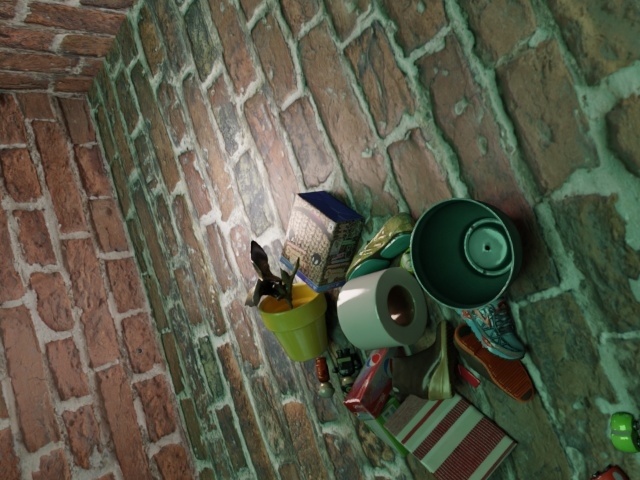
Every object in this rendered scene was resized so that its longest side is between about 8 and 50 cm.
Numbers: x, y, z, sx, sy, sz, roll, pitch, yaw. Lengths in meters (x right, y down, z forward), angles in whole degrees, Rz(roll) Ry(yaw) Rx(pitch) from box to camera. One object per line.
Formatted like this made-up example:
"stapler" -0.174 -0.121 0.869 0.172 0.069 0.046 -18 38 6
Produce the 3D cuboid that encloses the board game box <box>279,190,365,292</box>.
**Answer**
"board game box" 0.000 0.000 1.963 0.232 0.141 0.290 37 124 37

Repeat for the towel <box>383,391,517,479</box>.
"towel" 0.384 0.587 1.634 0.329 0.237 0.037 37 164 37

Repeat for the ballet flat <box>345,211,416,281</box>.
"ballet flat" 0.196 0.026 1.788 0.348 0.123 0.123 -47 64 43

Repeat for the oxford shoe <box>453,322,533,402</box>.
"oxford shoe" 0.493 0.357 1.553 0.271 0.097 0.098 49 158 26

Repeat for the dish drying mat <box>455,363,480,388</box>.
"dish drying mat" 0.451 0.415 1.653 0.083 0.008 0.032 42 126 35

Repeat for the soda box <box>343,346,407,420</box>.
"soda box" 0.183 0.454 1.766 0.092 0.263 0.083 49 140 -15

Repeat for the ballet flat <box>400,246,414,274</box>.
"ballet flat" 0.304 0.040 1.682 0.231 0.077 0.077 -45 64 44

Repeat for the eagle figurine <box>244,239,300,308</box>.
"eagle figurine" -0.200 0.148 1.994 0.298 0.226 0.225 20 154 46

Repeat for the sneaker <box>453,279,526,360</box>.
"sneaker" 0.479 0.216 1.508 0.262 0.104 0.125 50 129 29

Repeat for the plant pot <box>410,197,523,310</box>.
"plant pot" 0.418 0.027 1.456 0.293 0.196 0.292 7 100 42

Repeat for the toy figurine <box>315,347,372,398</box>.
"toy figurine" 0.104 0.466 1.898 0.213 0.210 0.148 -32 62 46

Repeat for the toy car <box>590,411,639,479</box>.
"toy car" 0.750 0.535 1.312 0.239 0.053 0.224 -16 87 48

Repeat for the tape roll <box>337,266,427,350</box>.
"tape roll" 0.197 0.219 1.711 0.169 0.246 0.246 -22 82 45

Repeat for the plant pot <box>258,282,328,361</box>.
"plant pot" -0.082 0.319 2.066 0.254 0.254 0.238 4 117 48

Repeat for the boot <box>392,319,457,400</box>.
"boot" 0.315 0.370 1.686 0.207 0.090 0.248 -4 81 37

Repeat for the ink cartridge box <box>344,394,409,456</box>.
"ink cartridge box" 0.208 0.599 1.853 0.188 0.097 0.255 55 163 -14
